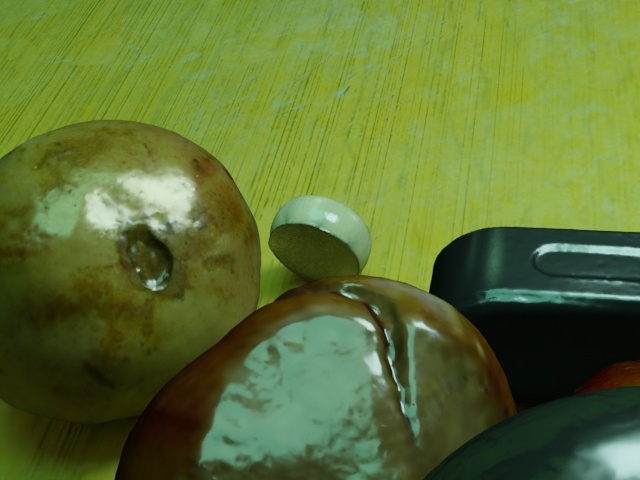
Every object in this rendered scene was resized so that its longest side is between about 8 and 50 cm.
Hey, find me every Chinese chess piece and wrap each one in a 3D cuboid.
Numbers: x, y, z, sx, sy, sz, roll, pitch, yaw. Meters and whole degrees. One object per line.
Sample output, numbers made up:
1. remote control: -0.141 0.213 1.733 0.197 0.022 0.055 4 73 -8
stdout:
1. Chinese chess piece: 0.000 0.000 1.544 0.122 0.122 0.051 7 52 24

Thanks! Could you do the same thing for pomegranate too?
1. pomegranate: -0.234 0.038 1.403 0.338 0.338 0.338 -7 33 5

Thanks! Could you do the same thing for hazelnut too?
1. hazelnut: -0.001 0.199 1.089 0.372 0.315 0.372 -19 6 2

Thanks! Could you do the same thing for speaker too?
1. speaker: 0.293 0.047 1.316 0.388 0.184 0.180 0 40 11

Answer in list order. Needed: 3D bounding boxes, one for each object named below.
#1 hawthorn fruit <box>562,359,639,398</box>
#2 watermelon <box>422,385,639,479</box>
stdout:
1. hawthorn fruit: 0.280 0.201 1.105 0.224 0.224 0.261 -4 16 8
2. watermelon: 0.178 0.237 0.824 0.359 0.279 0.279 -19 34 -23
